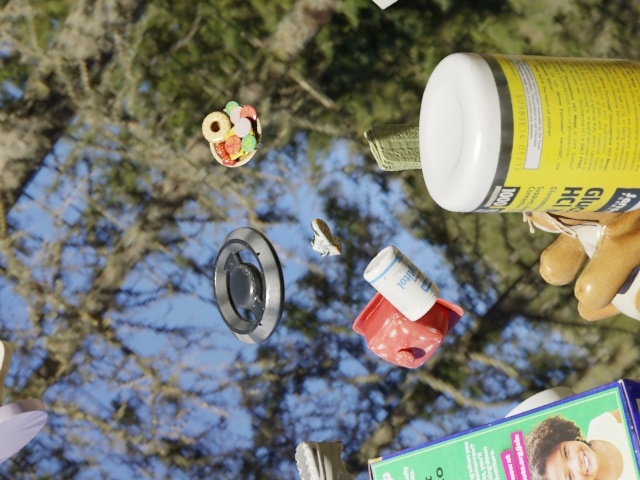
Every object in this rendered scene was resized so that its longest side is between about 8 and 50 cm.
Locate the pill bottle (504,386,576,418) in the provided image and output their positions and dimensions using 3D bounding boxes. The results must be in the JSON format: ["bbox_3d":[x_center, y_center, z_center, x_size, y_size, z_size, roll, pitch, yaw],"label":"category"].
[{"bbox_3d":[0.350,0.338,1.379,0.169,0.169,0.301,20,-149,-49],"label":"pill bottle"}]

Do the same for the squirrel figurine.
[{"bbox_3d":[0.521,-0.068,1.800,0.370,0.397,0.281,48,-177,-18],"label":"squirrel figurine"}]

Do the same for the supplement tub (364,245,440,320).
[{"bbox_3d":[0.127,0.066,1.715,0.107,0.071,0.071,42,-163,-9],"label":"supplement tub"}]

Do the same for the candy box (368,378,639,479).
[{"bbox_3d":[0.250,0.226,1.017,0.268,0.317,0.122,8,-117,-37],"label":"candy box"}]

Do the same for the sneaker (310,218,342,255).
[{"bbox_3d":[0.000,0.000,1.543,0.083,0.037,0.032,53,-151,-50],"label":"sneaker"}]

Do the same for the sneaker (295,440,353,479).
[{"bbox_3d":[0.040,0.549,2.301,0.115,0.105,0.281,-8,-107,-23],"label":"sneaker"}]

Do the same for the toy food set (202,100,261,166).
[{"bbox_3d":[-0.110,-0.136,1.399,0.020,0.082,0.083,12,-124,-58],"label":"toy food set"}]

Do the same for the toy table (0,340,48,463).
[{"bbox_3d":[-0.634,0.314,1.961,0.161,0.274,0.252,59,-179,22],"label":"toy table"}]

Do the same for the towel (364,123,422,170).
[{"bbox_3d":[0.165,-0.179,2.093,0.148,0.027,0.110,-6,-125,-19],"label":"towel"}]

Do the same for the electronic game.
[{"bbox_3d":[-0.141,0.088,2.128,0.048,0.229,0.229,-4,-135,-38],"label":"electronic game"}]

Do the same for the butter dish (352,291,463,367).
[{"bbox_3d":[0.152,0.171,1.944,0.160,0.160,0.118,25,-141,-13],"label":"butter dish"}]

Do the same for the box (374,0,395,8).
[{"bbox_3d":[0.044,-0.472,1.641,0.275,0.094,0.113,32,-143,-46],"label":"box"}]

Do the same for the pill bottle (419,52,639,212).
[{"bbox_3d":[0.303,-0.127,1.320,0.334,0.188,0.188,0,-147,-15],"label":"pill bottle"}]

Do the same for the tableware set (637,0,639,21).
[{"bbox_3d":[0.485,-0.394,1.557,0.020,0.168,0.141,30,-170,40],"label":"tableware set"}]
